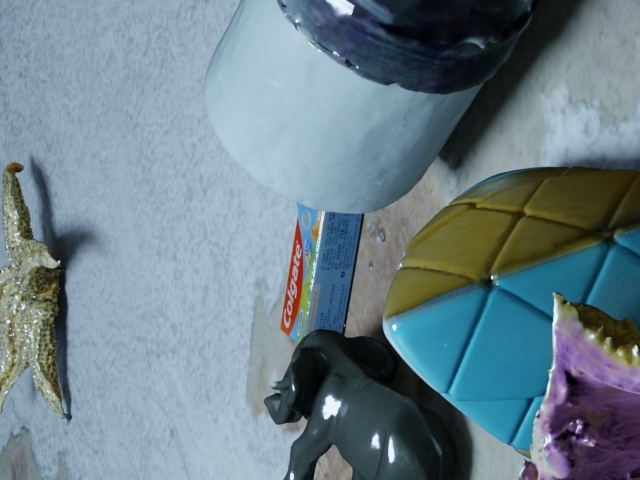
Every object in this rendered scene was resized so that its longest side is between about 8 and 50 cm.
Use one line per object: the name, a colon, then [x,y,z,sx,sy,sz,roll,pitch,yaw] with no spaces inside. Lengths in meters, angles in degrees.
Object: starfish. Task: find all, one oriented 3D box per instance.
starfish: [-0.360,0.090,2.417,0.301,0.084,0.293,-135,47,-55]

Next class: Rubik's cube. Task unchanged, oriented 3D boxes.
Rubik's cube: [0.148,0.078,1.386,0.254,0.254,0.254,3,94,61]

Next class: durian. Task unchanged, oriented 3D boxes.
durian: [0.231,0.163,1.321,0.112,0.191,0.341,-70,-14,-46]

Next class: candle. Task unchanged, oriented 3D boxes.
candle: [0.029,-0.154,1.583,0.342,0.221,0.221,-60,42,46]

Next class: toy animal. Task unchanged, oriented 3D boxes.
toy animal: [0.035,0.170,1.709,0.245,0.114,0.146,26,122,34]

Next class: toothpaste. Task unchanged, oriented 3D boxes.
toothpaste: [0.000,0.000,1.813,0.070,0.044,0.193,37,122,56]
